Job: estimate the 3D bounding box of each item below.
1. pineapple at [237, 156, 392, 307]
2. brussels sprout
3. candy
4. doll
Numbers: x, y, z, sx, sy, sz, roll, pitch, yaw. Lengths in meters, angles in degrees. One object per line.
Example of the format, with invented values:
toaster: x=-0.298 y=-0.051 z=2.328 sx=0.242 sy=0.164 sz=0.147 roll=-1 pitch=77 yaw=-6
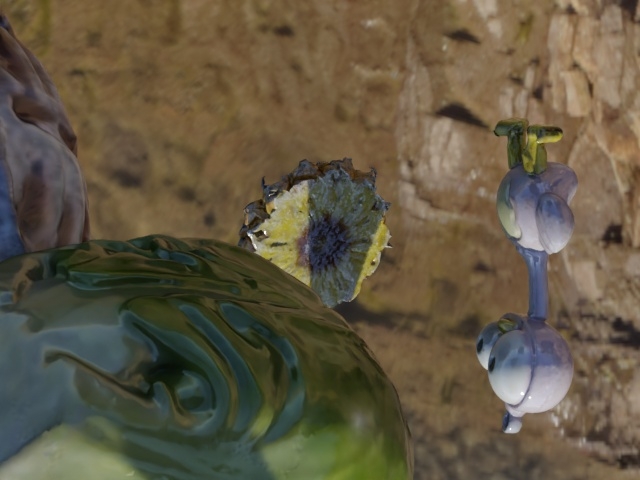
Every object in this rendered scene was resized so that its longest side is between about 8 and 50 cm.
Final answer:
pineapple: x=0.000 y=0.000 z=1.466 sx=0.221 sy=0.047 sz=0.221 roll=-14 pitch=121 yaw=-24
brussels sprout: x=-0.117 y=0.135 z=0.865 sx=0.289 sy=0.355 sz=0.281 roll=41 pitch=100 yaw=40
candy: x=-0.280 y=-0.060 z=1.057 sx=0.157 sy=0.214 sz=0.289 roll=-12 pitch=69 yaw=-2
doll: x=0.238 y=0.047 z=1.445 sx=0.094 sy=0.160 sz=0.365 roll=2 pitch=100 yaw=-15
